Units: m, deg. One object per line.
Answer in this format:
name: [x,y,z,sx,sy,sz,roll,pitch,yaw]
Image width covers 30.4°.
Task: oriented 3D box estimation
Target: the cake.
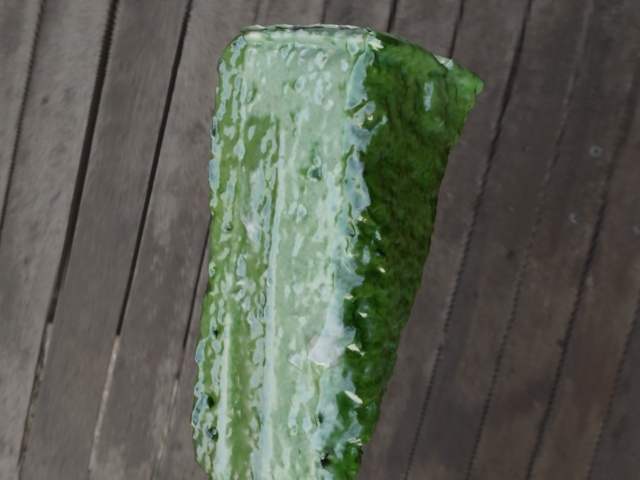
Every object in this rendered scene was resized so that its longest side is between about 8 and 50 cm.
cake: [0.006,0.017,0.576,0.099,0.100,0.235,-3,101,-49]
